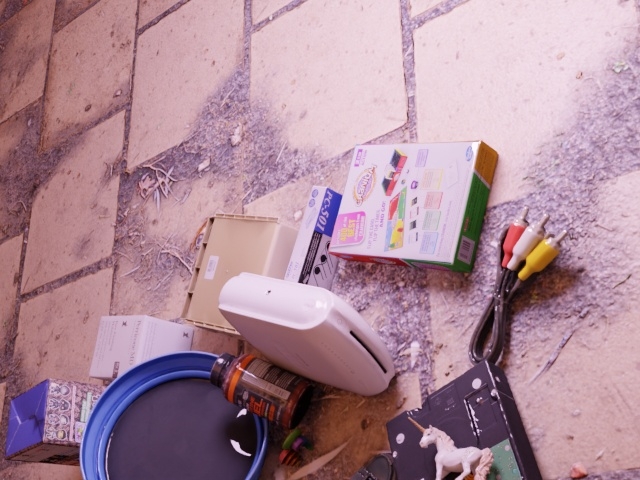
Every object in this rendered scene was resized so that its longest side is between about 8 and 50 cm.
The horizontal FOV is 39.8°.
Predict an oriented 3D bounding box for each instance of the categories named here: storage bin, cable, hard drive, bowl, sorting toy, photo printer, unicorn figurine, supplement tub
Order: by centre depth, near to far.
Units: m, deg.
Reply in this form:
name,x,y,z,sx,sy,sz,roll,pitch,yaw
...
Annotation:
name,x,y,z,sx,sy,sz,roll,pitch,yaw
unicorn figurine,0.207,0.351,1.403,0.161,0.060,0.111,-1,53,34
hard drive,0.239,0.392,1.428,0.237,0.064,0.339,-40,39,25
cable,0.312,0.075,1.525,0.287,0.072,0.139,-59,39,8
photo printer,-0.017,0.180,1.672,0.307,0.256,0.107,9,58,45
sorting toy,-0.046,0.410,1.737,0.042,0.061,0.102,37,139,18
supplement tub,-0.121,0.295,1.771,0.197,0.106,0.106,22,88,18
bowl,-0.295,0.414,1.822,0.391,0.077,0.391,-4,52,6
storage bin,-0.164,0.084,1.943,0.260,0.123,0.262,5,77,46

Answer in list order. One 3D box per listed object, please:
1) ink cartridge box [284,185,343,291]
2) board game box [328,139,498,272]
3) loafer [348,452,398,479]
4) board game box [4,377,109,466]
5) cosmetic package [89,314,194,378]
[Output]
name,x,y,z,sx,sy,sz,roll,pitch,yaw
ink cartridge box,0.000,0.000,1.837,0.046,0.097,0.207,10,79,46
board game box,0.174,-0.071,1.725,0.316,0.064,0.242,5,77,45
loafer,0.056,0.498,1.581,0.096,0.084,0.268,36,99,48
board game box,-0.526,0.422,1.999,0.232,0.291,0.141,-28,55,45
cosmetic package,-0.422,0.265,2.091,0.183,0.151,0.151,-7,69,42
